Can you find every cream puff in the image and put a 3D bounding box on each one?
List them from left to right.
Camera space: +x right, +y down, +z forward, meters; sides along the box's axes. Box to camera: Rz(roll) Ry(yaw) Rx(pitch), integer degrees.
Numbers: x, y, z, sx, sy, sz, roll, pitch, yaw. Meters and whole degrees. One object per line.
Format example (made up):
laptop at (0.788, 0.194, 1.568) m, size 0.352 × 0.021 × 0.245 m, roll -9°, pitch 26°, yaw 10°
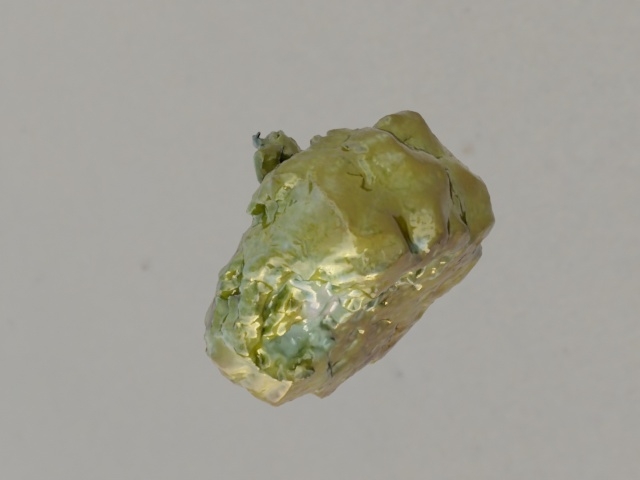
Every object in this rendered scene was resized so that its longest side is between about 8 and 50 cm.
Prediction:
cream puff at (-0.001, 0.000, 1.492) m, size 0.185 × 0.282 × 0.282 m, roll 52°, pitch 154°, yaw 16°
